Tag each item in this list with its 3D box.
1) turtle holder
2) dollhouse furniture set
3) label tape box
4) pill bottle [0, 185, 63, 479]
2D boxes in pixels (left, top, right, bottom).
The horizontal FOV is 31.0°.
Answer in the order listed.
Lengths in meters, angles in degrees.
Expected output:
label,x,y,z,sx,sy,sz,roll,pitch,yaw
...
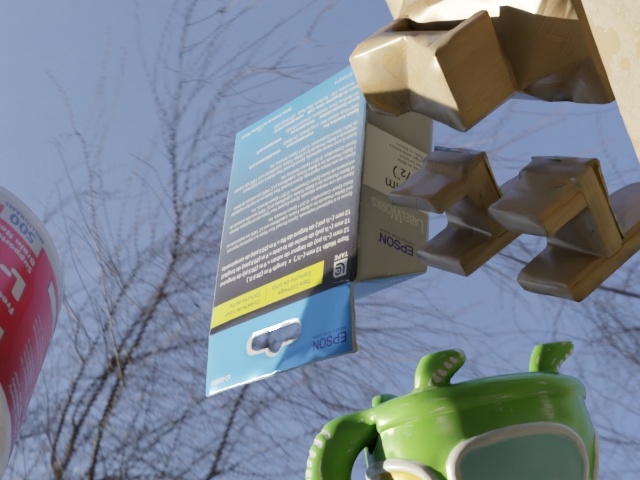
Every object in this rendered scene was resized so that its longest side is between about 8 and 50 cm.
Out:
label,x,y,z,sx,sy,sz,roll,pitch,yaw
turtle holder,0.153,0.247,1.230,0.320,0.243,0.228,6,-116,-40
dollhouse furniture set,0.201,-0.169,0.831,0.256,0.394,0.362,-37,-65,-21
label tape box,0.000,0.000,1.296,0.115,0.249,0.348,23,-121,-35
pill bottle,-0.343,0.106,0.908,0.228,0.408,0.229,-1,-68,-3
